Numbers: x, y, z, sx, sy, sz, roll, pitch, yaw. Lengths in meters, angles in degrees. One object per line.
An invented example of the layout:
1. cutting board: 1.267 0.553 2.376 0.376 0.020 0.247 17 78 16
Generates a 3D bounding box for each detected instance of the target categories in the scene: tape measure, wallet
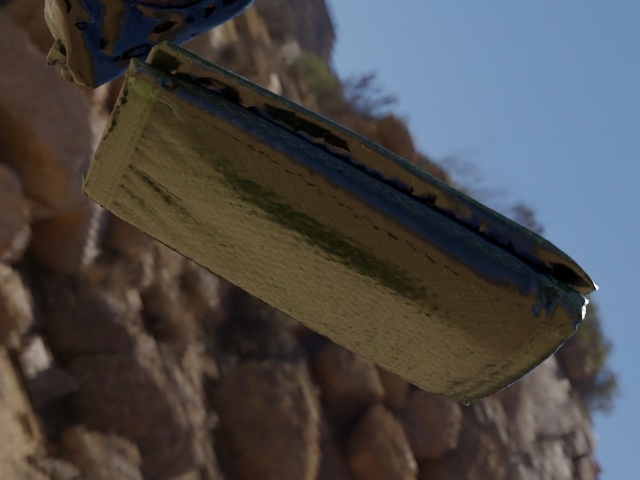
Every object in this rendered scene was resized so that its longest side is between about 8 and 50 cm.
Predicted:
1. tape measure: -0.103 -0.207 0.976 0.107 0.181 0.182 -126 -163 -49
2. wallet: 0.001 -0.002 0.789 0.236 0.055 0.160 31 -28 -5
